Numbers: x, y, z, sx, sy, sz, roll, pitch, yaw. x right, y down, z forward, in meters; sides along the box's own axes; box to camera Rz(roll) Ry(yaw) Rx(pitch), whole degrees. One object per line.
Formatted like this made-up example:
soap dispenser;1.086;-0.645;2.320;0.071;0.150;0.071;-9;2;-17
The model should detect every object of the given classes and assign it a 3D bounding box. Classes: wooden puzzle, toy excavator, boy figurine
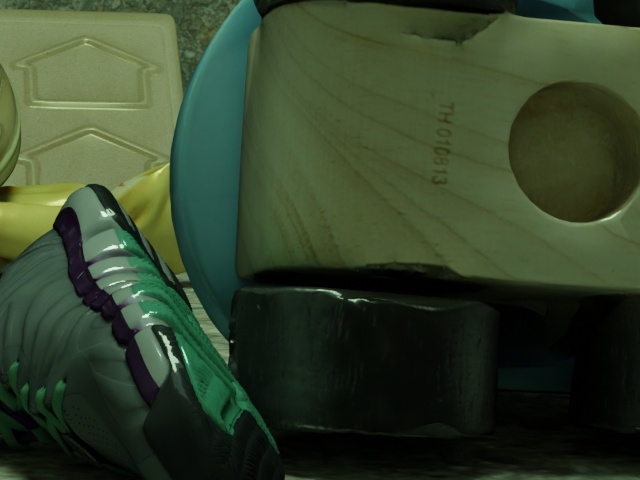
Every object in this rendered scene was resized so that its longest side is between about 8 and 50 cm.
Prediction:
wooden puzzle;-0.283;-0.094;1.587;0.322;0.080;0.348;1;41;-11
toy excavator;0.129;-0.014;0.884;0.433;0.222;0.445;4;-5;-12
boy figurine;-0.220;-0.017;1.262;0.285;0.092;0.177;-1;4;2

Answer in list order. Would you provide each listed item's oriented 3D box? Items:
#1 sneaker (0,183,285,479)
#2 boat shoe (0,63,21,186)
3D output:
sneaker;-0.083;0.058;0.629;0.098;0.083;0.224;-36;23;-2
boat shoe;-0.268;-0.075;1.169;0.109;0.098;0.302;4;31;4
